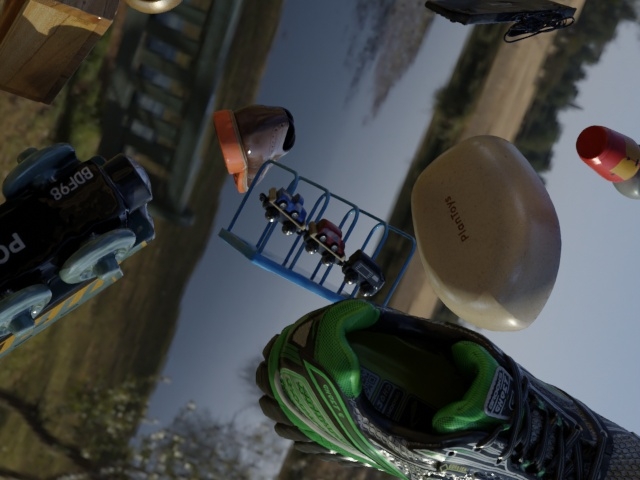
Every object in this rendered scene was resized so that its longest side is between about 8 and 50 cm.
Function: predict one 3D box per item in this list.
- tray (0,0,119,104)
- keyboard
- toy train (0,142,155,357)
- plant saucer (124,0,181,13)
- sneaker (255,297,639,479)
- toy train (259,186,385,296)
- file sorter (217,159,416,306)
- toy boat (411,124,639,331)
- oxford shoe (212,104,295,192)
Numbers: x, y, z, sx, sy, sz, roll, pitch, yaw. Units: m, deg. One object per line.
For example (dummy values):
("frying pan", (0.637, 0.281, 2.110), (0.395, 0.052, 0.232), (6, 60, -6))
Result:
("tray", (-0.212, -0.352, 1.051), (0.203, 0.076, 0.411), (-27, -129, 59))
("keyboard", (0.217, -0.256, 1.317), (0.192, 0.100, 0.038), (-12, 120, -36))
("toy train", (-0.299, 0.038, 1.049), (0.334, 0.142, 0.190), (-36, 173, -10))
("plant saucer", (-0.167, -0.264, 1.105), (0.015, 0.083, 0.083), (-69, 178, -73))
("sneaker", (0.124, 0.148, 0.823), (0.146, 0.343, 0.134), (133, -23, -66))
("toy train", (0.004, -0.001, 1.097), (0.036, 0.158, 0.027), (-43, -156, 20))
("file sorter", (0.000, 0.000, 1.221), (0.104, 0.170, 0.118), (-61, -155, 1))
("toy boat", (0.267, -0.032, 1.399), (0.318, 0.148, 0.267), (-33, -125, 31))
("oxford shoe", (-0.076, -0.123, 1.490), (0.271, 0.098, 0.097), (103, -29, -89))
